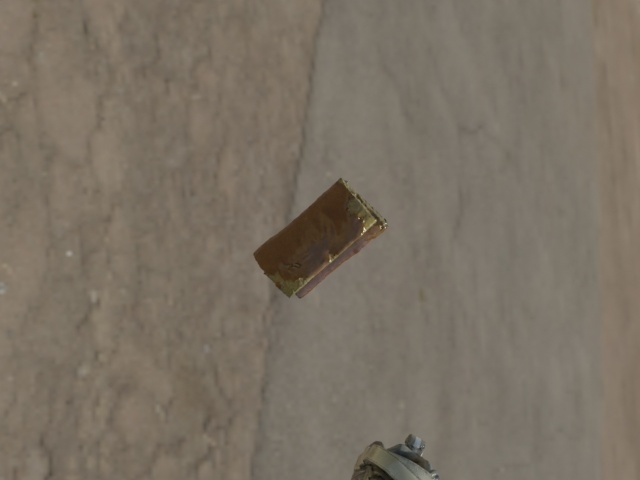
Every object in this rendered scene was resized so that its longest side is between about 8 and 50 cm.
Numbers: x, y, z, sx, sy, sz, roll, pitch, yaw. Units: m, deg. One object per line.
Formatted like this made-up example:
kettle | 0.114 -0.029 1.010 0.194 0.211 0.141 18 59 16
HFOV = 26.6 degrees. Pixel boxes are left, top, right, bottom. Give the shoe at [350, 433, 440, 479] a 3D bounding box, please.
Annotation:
shoe | 0.060 0.217 1.121 0.092 0.089 0.180 -65 172 4

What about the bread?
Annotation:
bread | 0.000 0.000 0.903 0.047 0.083 0.036 48 7 -10
